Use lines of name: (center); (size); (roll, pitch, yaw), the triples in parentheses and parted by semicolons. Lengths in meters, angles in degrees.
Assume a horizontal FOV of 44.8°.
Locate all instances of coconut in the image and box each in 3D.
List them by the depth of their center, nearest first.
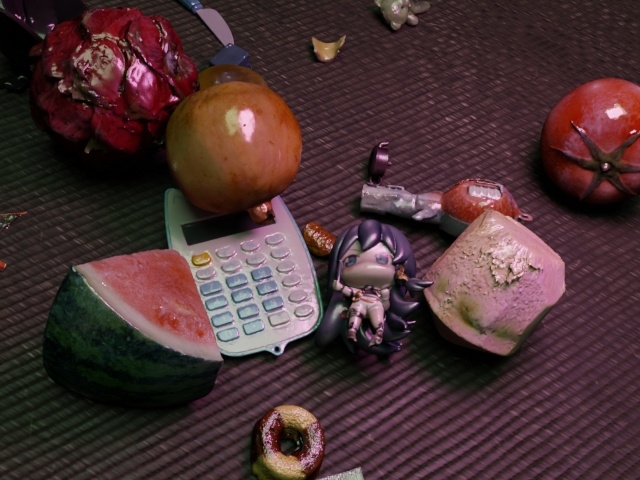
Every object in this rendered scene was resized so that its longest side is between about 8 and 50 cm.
coconut: (0.302, 0.088, 1.421); (0.233, 0.245, 0.233); (32, 18, -12)

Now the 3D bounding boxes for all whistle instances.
whistle: (0.256, -0.068, 1.576); (0.346, 0.134, 0.142); (9, 51, 6)

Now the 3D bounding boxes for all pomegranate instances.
pomegranate: (-0.151, -0.155, 1.435); (0.252, 0.229, 0.270); (-19, 96, -55)

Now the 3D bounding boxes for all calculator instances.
calculator: (-0.146, 0.048, 1.474); (0.256, 0.054, 0.386); (-15, 62, -19)

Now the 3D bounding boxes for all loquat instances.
loquat: (-0.198, -0.296, 1.636); (0.195, 0.152, 0.152); (12, 56, -11)

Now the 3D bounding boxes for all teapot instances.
teapot: (0.128, -0.162, 1.649); (0.045, 0.068, 0.100); (9, 92, -6)

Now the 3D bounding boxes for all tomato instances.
tomato: (0.602, -0.215, 1.650); (0.265, 0.265, 0.265); (4, 57, -7)

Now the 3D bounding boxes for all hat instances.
hat: (-0.633, -0.451, 1.609); (0.209, 0.336, 0.238); (-19, 75, 23)

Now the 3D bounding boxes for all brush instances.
brush: (0.060, 0.475, 1.256); (0.083, 0.011, 0.205); (-11, 61, -17)

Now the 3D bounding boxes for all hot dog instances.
hot dog: (0.000, 0.000, 1.539); (0.083, 0.035, 0.058); (37, 60, 14)

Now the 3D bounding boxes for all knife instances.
knife: (-0.272, -0.540, 1.853); (0.058, 0.032, 0.244); (-33, 72, -35)

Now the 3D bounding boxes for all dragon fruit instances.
dragon fruit: (-0.396, -0.295, 1.505); (0.329, 0.329, 0.329); (4, 57, -7)

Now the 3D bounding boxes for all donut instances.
donut: (-0.054, 0.342, 1.296); (0.140, 0.059, 0.140); (6, 58, -9)

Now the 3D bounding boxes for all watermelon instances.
watermelon: (-0.285, 0.123, 1.268); (0.283, 0.250, 0.293); (16, 72, -9)

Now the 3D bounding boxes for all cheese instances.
cheese: (0.024, -0.455, 1.836); (0.084, 0.041, 0.060); (-12, 51, 1)

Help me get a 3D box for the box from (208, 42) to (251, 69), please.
box: (-0.207, -0.395, 1.750); (0.074, 0.054, 0.099); (30, 58, 13)

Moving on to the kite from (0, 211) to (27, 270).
kite: (-0.657, 0.003, 1.443); (0.189, 0.009, 0.232); (30, 58, 11)

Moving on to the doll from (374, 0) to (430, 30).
doll: (0.209, -0.589, 1.939); (0.150, 0.077, 0.115); (-32, 78, -38)

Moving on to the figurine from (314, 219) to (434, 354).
figurine: (0.089, 0.093, 1.398); (0.175, 0.197, 0.265); (18, 65, -4)
